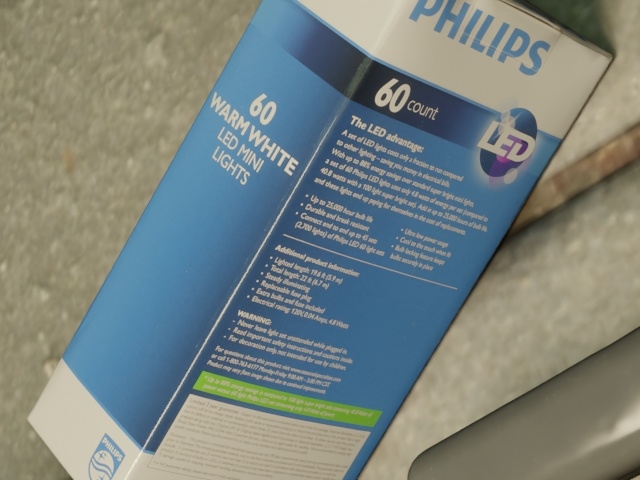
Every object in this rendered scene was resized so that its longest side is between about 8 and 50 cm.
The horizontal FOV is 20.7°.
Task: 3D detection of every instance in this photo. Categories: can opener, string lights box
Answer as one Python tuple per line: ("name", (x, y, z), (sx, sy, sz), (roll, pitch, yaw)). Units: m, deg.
("can opener", (0.143, 0.019, 0.648), (0.283, 0.076, 0.095), (-34, 74, 30))
("string lights box", (0.000, 0.000, 0.751), (0.077, 0.133, 0.259), (41, 106, 42))
